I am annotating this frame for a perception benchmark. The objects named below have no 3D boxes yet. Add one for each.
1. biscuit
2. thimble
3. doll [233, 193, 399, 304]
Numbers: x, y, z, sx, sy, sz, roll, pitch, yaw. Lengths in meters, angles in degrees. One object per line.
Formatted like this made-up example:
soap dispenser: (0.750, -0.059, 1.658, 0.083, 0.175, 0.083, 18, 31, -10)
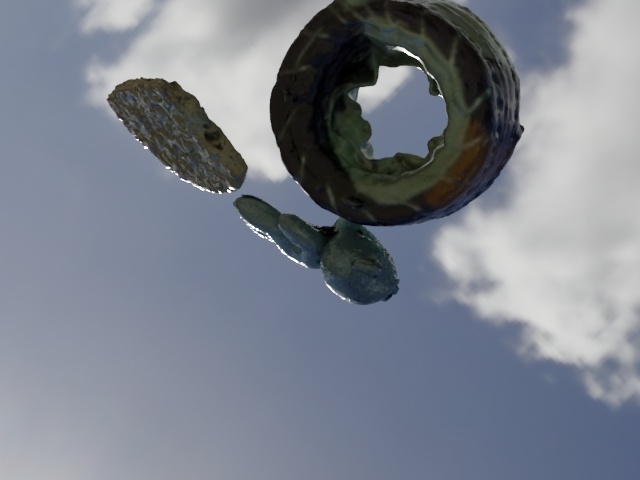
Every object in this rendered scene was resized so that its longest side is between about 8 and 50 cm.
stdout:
biscuit: (-0.194, -0.150, 2.252, 0.265, 0.188, 0.040, 33, -119, 27)
thimble: (0.074, -0.132, 1.598, 0.237, 0.237, 0.150, -33, 173, 22)
doll: (0.003, -0.003, 1.645, 0.180, 0.120, 0.075, 37, -91, 17)
